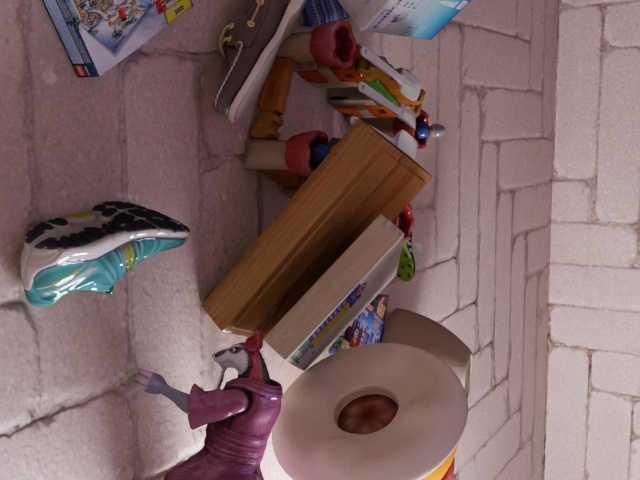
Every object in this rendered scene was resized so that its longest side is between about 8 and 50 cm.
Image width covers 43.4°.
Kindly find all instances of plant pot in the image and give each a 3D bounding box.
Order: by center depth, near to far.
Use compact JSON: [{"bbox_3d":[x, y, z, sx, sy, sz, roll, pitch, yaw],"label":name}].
[{"bbox_3d":[0.255,0.312,1.899,0.284,0.191,0.283,6,90,-72],"label":"plant pot"}]

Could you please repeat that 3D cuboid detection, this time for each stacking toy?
[{"bbox_3d":[0.132,0.466,1.510,0.350,0.351,0.479,-51,135,-44],"label":"stacking toy"}]

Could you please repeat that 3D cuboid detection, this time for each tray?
[{"bbox_3d":[0.000,0.000,1.384,0.411,0.076,0.203,-49,149,10],"label":"tray"}]

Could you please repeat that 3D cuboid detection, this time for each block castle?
[{"bbox_3d":[0.070,-0.197,1.561,0.453,0.213,0.302,32,67,-56],"label":"block castle"}]

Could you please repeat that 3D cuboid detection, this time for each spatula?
[{"bbox_3d":[0.123,-0.237,1.425,0.242,0.019,0.168,15,83,-59],"label":"spatula"}]

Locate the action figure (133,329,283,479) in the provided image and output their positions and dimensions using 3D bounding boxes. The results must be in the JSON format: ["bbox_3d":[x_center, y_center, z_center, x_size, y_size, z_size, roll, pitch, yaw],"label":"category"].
[{"bbox_3d":[-0.136,0.320,1.250,0.248,0.276,0.369,7,101,-53],"label":"action figure"}]

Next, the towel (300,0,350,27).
[{"bbox_3d":[0.044,-0.573,1.640,0.336,0.040,0.243,-34,122,-53],"label":"towel"}]

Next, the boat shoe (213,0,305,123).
[{"bbox_3d":[-0.112,-0.340,1.353,0.324,0.097,0.116,-66,-176,-24],"label":"boat shoe"}]

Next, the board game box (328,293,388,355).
[{"bbox_3d":[0.085,0.187,1.783,0.194,0.060,0.194,46,54,-51],"label":"board game box"}]

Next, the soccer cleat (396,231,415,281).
[{"bbox_3d":[0.205,0.014,1.964,0.072,0.060,0.178,-41,125,-51],"label":"soccer cleat"}]

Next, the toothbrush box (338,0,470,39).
[{"bbox_3d":[0.131,-0.514,1.549,0.216,0.126,0.296,55,32,12],"label":"toothbrush box"}]

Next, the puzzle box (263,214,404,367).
[{"bbox_3d":[0.034,0.108,1.416,0.272,0.052,0.409,-46,169,-7],"label":"puzzle box"}]

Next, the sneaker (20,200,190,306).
[{"bbox_3d":[-0.298,0.015,1.112,0.275,0.107,0.109,-19,129,-52],"label":"sneaker"}]

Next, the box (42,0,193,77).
[{"bbox_3d":[-0.282,-0.352,1.116,0.233,0.044,0.159,-54,137,-42],"label":"box"}]
